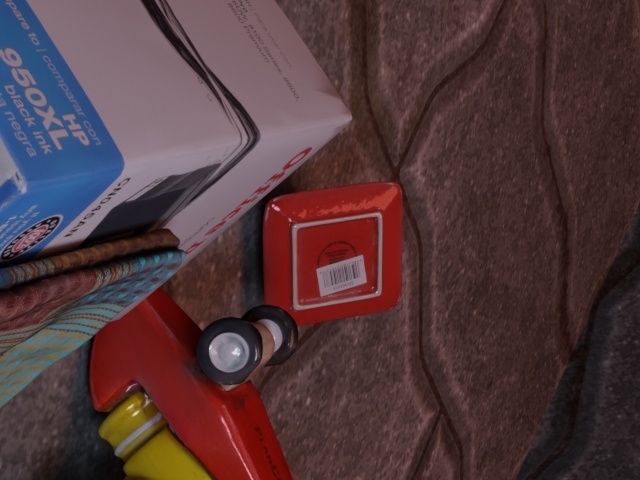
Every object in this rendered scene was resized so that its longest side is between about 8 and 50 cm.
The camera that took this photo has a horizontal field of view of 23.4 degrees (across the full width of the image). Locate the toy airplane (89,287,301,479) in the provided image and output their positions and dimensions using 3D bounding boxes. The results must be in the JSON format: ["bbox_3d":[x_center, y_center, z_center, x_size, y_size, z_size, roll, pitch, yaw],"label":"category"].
[{"bbox_3d":[-0.105,0.273,1.417,0.384,0.272,0.386,-98,160,-45],"label":"toy airplane"}]

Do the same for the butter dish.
[{"bbox_3d":[0.000,0.000,1.700,0.160,0.118,0.159,-9,115,-18],"label":"butter dish"}]

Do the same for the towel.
[{"bbox_3d":[-0.275,0.119,0.953,0.040,0.370,0.271,57,28,7],"label":"towel"}]

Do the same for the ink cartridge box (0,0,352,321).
[{"bbox_3d":[-0.198,-0.045,1.014,0.285,0.166,0.395,-38,171,27],"label":"ink cartridge box"}]
